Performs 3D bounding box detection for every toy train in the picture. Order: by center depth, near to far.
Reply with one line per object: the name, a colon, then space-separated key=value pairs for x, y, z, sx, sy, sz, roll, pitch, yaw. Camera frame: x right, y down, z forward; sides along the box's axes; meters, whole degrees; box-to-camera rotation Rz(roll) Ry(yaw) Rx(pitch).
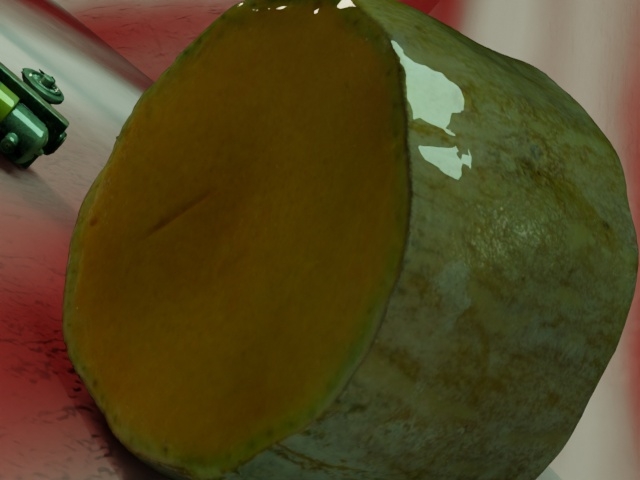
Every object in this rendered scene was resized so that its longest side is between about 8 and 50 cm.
toy train: x=-0.314 y=-0.142 z=0.971 sx=0.200 sy=0.083 sz=0.132 roll=40 pitch=15 yaw=-19

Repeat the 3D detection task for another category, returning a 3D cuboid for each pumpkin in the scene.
pumpkin: x=0.000 y=0.000 z=0.646 sx=0.332 sy=0.332 sz=0.199 roll=45 pitch=8 yaw=39
